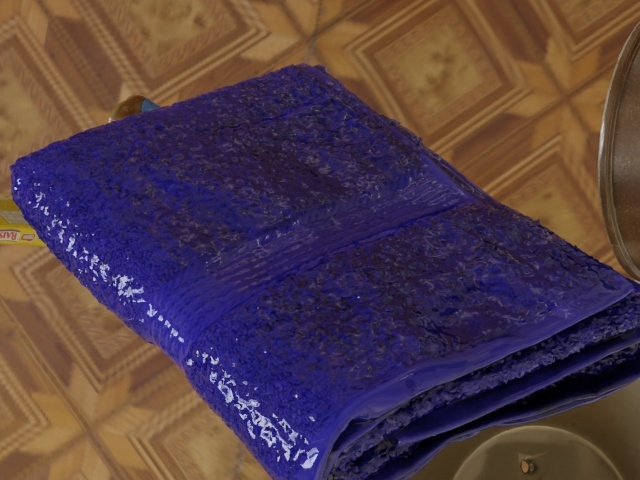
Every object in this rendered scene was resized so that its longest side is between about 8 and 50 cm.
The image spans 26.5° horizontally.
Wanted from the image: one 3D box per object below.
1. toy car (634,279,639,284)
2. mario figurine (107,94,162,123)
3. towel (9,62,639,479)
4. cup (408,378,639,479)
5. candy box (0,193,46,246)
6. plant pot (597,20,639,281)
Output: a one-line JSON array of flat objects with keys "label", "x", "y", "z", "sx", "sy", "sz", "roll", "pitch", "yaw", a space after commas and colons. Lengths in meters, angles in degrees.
[{"label": "toy car", "x": 0.390, "y": 0.055, "z": 1.171, "sx": 0.238, "sy": 0.210, "sz": 0.219, "roll": 16, "pitch": 78, "yaw": 15}, {"label": "mario figurine", "x": -0.130, "y": -0.072, "z": 1.746, "sx": 0.321, "sy": 0.198, "sz": 0.170, "roll": 19, "pitch": 90, "yaw": 15}, {"label": "towel", "x": 0.000, "y": 0.000, "z": 0.715, "sx": 0.228, "sy": 0.308, "sz": 0.076, "roll": -17, "pitch": 127, "yaw": -33}, {"label": "cup", "x": 0.168, "y": 0.219, "z": 1.074, "sx": 0.331, "sy": 0.237, "sz": 0.331, "roll": -3, "pitch": 76, "yaw": 11}, {"label": "candy box", "x": -0.333, "y": -0.023, "z": 1.453, "sx": 0.206, "sy": 0.105, "sz": 0.027, "roll": 4, "pitch": 111, "yaw": -40}, {"label": "plant pot", "x": 0.268, "y": -0.047, "z": 0.761, "sx": 0.167, "sy": 0.165, "sz": 0.166, "roll": -14, "pitch": 108, "yaw": -51}]
